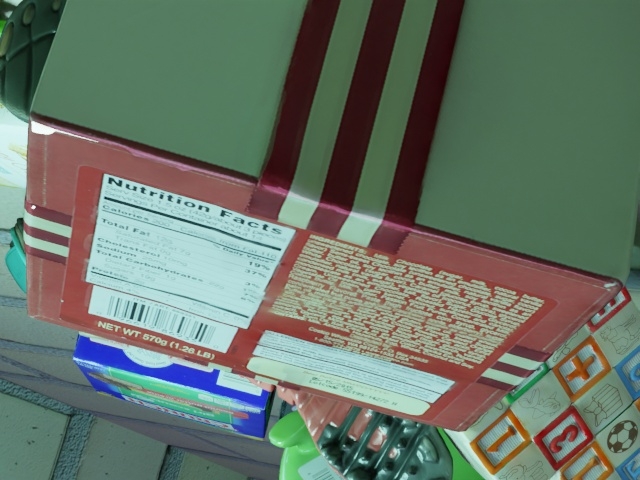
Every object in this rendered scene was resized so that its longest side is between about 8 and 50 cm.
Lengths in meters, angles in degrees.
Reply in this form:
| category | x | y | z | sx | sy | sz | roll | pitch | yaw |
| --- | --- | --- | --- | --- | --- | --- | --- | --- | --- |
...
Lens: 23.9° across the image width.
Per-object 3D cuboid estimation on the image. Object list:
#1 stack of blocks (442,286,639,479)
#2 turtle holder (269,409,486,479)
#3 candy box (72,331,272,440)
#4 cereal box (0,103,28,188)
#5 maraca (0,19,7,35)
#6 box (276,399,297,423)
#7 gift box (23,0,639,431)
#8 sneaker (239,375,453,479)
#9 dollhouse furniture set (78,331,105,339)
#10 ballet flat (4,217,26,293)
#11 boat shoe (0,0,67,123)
| category | x | y | z | sx | sy | sz | roll | pitch | yaw |
| --- | --- | --- | --- | --- | --- | --- | --- | --- | --- |
| stack of blocks | 0.189 | 0.127 | 1.217 | 0.297 | 0.171 | 0.087 | 53 | 173 | -33 |
| turtle holder | 0.113 | 0.217 | 1.448 | 0.243 | 0.320 | 0.227 | 19 | 146 | 26 |
| candy box | -0.192 | 0.174 | 2.117 | 0.268 | 0.122 | 0.317 | 15 | 167 | 2 |
| cereal box | -0.244 | -0.087 | 1.342 | 0.240 | 0.047 | 0.173 | 8 | 163 | 29 |
| maraca | -0.300 | -0.154 | 1.069 | 0.127 | 0.099 | 0.185 | 11 | -169 | 26 |
| box | 0.032 | 0.211 | 1.977 | 0.163 | 0.142 | 0.247 | 16 | 165 | -1 |
| gift box | -0.002 | -0.084 | 0.672 | 0.255 | 0.258 | 0.276 | 18 | 158 | -9 |
| sneaker | 0.021 | 0.125 | 1.307 | 0.276 | 0.098 | 0.135 | 40 | -168 | 26 |
| dollhouse furniture set | -0.138 | 0.077 | 1.651 | 0.262 | 0.135 | 0.259 | 4 | 163 | 38 |
| ballet flat | -0.295 | 0.007 | 1.671 | 0.095 | 0.096 | 0.280 | 60 | 166 | -7 |
| boat shoe | -0.066 | -0.095 | 1.022 | 0.324 | 0.123 | 0.120 | 18 | 173 | 26 |
